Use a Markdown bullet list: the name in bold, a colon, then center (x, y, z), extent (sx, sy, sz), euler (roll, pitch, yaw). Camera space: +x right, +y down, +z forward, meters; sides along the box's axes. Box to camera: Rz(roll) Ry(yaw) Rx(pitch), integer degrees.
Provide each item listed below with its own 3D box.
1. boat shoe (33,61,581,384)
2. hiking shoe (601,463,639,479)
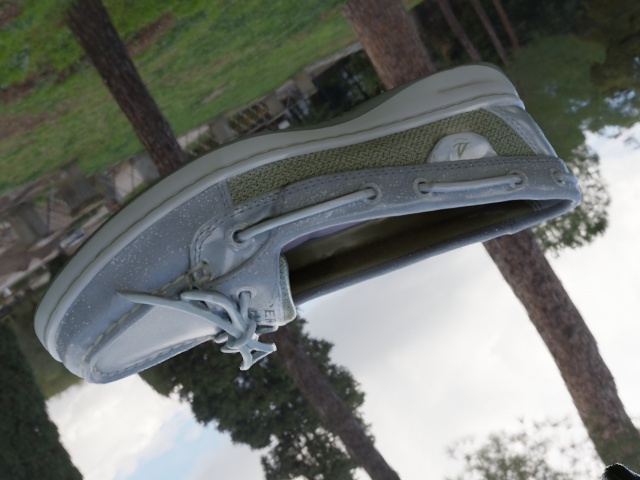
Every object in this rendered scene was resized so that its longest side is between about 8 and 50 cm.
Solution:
- **boat shoe**: center (0.001, 0.001, 0.385), extent (0.320, 0.103, 0.118), euler (-25, 156, -17)
- **hiking shoe**: center (0.472, 0.341, 0.831), extent (0.227, 0.086, 0.114), euler (31, -119, 30)
